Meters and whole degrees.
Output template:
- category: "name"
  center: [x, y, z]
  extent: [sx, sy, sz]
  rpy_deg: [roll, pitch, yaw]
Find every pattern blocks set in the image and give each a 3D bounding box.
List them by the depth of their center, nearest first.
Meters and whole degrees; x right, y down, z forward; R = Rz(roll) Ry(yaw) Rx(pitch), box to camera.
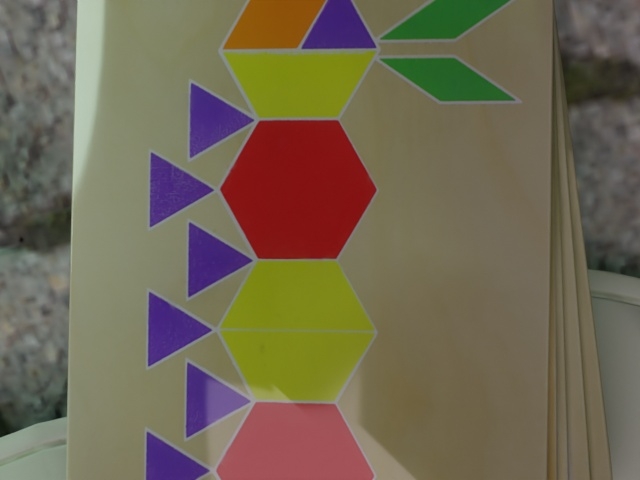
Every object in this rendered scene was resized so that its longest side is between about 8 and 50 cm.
- category: "pattern blocks set"
  center: [0.000, 0.000, 0.411]
  extent: [0.285, 0.026, 0.324]
  rpy_deg: [9, 89, 9]

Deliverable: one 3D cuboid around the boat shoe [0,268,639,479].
- category: "boat shoe"
  center: [-0.005, 0.093, 0.482]
  extent: [0.320, 0.099, 0.116]
  rpy_deg: [-17, 64, 7]
